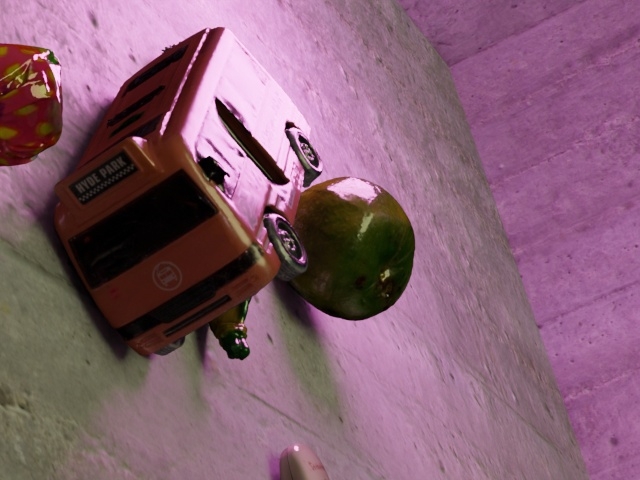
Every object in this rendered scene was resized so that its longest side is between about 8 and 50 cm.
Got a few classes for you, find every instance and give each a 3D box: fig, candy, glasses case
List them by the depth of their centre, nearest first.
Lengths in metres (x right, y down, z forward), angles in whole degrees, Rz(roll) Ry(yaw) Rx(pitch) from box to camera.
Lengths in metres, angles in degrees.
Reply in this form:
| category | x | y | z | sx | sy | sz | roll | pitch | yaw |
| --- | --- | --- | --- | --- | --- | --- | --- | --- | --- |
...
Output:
| category | x | y | z | sx | sy | sz | roll | pitch | yaw |
| --- | --- | --- | --- | --- | --- | --- | --- | --- | --- |
| candy | -0.353 | -0.114 | 1.325 | 0.365 | 0.124 | 0.124 | -15 | 80 | -65 |
| glasses case | -0.004 | 0.335 | 1.777 | 0.081 | 0.051 | 0.204 | 34 | 34 | -57 |
| fig | 0.000 | 0.000 | 2.149 | 0.203 | 0.235 | 0.203 | -27 | 126 | -45 |

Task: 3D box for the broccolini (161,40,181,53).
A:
| category | x | y | z | sx | sy | sz | roll | pitch | yaw |
| --- | --- | --- | --- | --- | --- | --- | --- | --- | --- |
| broccolini | -0.170 | -0.167 | 2.043 | 0.074 | 0.058 | 0.201 | -47 | 127 | -57 |

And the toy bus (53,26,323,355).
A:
| category | x | y | z | sx | sy | sz | roll | pitch | yaw |
| --- | --- | --- | --- | --- | --- | --- | --- | --- | --- |
| toy bus | -0.144 | -0.068 | 1.687 | 0.233 | 0.203 | 0.427 | 53 | 19 | -18 |

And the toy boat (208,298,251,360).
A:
| category | x | y | z | sx | sy | sz | roll | pitch | yaw |
| --- | --- | --- | --- | --- | --- | --- | --- | --- | --- |
| toy boat | -0.098 | 0.061 | 1.821 | 0.088 | 0.089 | 0.229 | 40 | 30 | -9 |
